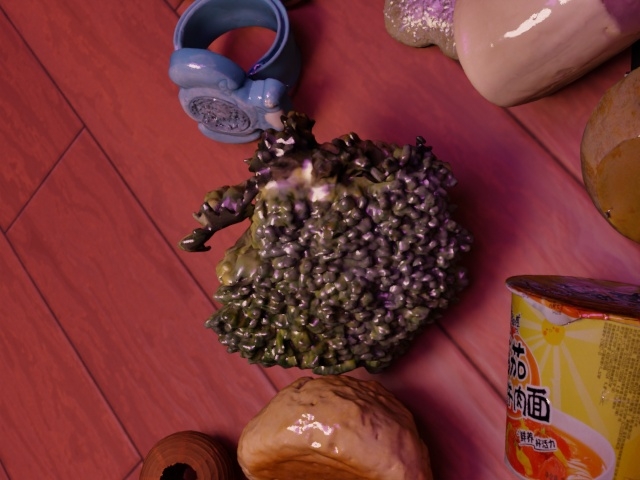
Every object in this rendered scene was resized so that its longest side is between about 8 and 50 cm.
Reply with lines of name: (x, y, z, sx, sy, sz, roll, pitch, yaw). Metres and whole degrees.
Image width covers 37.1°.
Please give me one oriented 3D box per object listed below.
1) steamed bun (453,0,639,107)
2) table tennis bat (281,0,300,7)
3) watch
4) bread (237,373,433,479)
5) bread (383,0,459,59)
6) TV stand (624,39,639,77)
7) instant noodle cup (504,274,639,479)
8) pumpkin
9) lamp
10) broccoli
steamed bun: (0.266, -0.267, 1.074, 0.225, 0.200, 0.170, -29, 80, 39)
table tennis bat: (-0.134, -0.410, 1.394, 0.321, 0.198, 0.050, -3, 48, 49)
watch: (-0.110, -0.256, 1.354, 0.211, 0.211, 0.193, 0, 65, 31)
bread: (0.026, 0.259, 1.177, 0.244, 0.244, 0.134, -12, 40, 29)
bread: (0.151, -0.368, 1.252, 0.207, 0.056, 0.286, -7, 84, 26)
TV stand: (0.380, -0.282, 1.118, 0.040, 0.049, 0.256, 1, 84, 33)
instant noodle cup: (0.309, 0.156, 1.000, 0.264, 0.264, 0.200, 11, 99, 32)
pumpkin: (0.381, -0.082, 1.036, 0.217, 0.110, 0.217, 9, 111, 25)
lamp: (-0.185, 0.334, 1.330, 0.136, 0.136, 0.136, -5, 81, 31)
broccoli: (0.006, 0.010, 1.167, 0.272, 0.324, 0.334, 30, 126, 49)
